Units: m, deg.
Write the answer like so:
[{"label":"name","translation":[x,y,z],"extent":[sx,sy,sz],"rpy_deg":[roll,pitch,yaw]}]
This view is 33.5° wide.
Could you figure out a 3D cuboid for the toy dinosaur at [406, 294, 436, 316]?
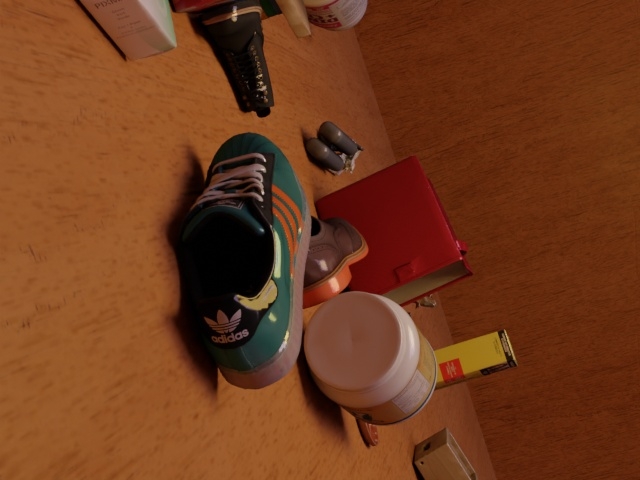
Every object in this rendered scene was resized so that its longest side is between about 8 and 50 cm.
[{"label":"toy dinosaur","translation":[0.118,0.094,1.981],"extent":[0.211,0.064,0.112],"rpy_deg":[31,43,-22]}]

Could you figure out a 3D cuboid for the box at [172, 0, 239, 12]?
[{"label":"box","translation":[-0.113,-0.358,1.317],"extent":[0.257,0.128,0.123],"rpy_deg":[-63,134,-77]}]

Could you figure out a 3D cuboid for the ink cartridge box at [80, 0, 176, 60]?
[{"label":"ink cartridge box","translation":[-0.203,-0.289,0.928],"extent":[0.225,0.056,0.181],"rpy_deg":[57,18,-63]}]

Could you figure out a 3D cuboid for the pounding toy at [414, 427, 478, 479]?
[{"label":"pounding toy","translation":[0.226,0.432,1.963],"extent":[0.130,0.100,0.141],"rpy_deg":[58,8,-1]}]

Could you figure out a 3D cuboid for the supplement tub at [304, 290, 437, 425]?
[{"label":"supplement tub","translation":[0.064,0.151,1.359],"extent":[0.200,0.144,0.144],"rpy_deg":[51,24,-64]}]

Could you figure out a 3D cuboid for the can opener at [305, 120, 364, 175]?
[{"label":"can opener","translation":[0.019,-0.170,1.944],"extent":[0.093,0.074,0.280],"rpy_deg":[39,5,8]}]

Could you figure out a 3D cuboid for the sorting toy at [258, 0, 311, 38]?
[{"label":"sorting toy","translation":[-0.114,-0.463,1.607],"extent":[0.257,0.089,0.255],"rpy_deg":[52,23,-65]}]

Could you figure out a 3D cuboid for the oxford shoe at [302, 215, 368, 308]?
[{"label":"oxford shoe","translation":[0.000,0.000,1.427],"extent":[0.271,0.097,0.098],"rpy_deg":[-70,136,-74]}]

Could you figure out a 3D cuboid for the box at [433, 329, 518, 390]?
[{"label":"box","translation":[0.218,0.218,1.829],"extent":[0.087,0.232,0.058],"rpy_deg":[46,28,-71]}]

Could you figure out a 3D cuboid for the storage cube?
[{"label":"storage cube","translation":[0.123,-0.001,1.785],"extent":[0.183,0.215,0.193],"rpy_deg":[36,31,-73]}]

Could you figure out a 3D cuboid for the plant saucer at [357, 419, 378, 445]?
[{"label":"plant saucer","translation":[0.066,0.261,1.561],"extent":[0.083,0.013,0.083],"rpy_deg":[-17,90,-80]}]

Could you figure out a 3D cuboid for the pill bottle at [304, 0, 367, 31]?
[{"label":"pill bottle","translation":[0.012,-0.533,2.217],"extent":[0.283,0.160,0.160],"rpy_deg":[11,62,-78]}]

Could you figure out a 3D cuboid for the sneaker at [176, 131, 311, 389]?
[{"label":"sneaker","translation":[-0.072,-0.015,1.005],"extent":[0.121,0.108,0.302],"rpy_deg":[68,11,-46]}]

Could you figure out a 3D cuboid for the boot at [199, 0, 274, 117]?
[{"label":"boot","translation":[-0.095,-0.231,1.376],"extent":[0.198,0.077,0.137],"rpy_deg":[-29,107,-79]}]
